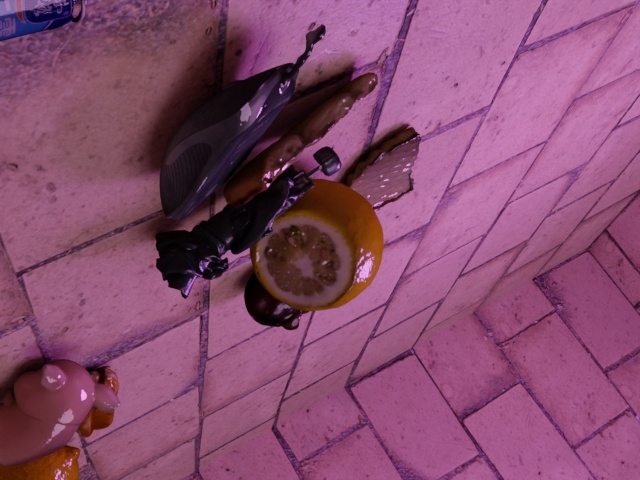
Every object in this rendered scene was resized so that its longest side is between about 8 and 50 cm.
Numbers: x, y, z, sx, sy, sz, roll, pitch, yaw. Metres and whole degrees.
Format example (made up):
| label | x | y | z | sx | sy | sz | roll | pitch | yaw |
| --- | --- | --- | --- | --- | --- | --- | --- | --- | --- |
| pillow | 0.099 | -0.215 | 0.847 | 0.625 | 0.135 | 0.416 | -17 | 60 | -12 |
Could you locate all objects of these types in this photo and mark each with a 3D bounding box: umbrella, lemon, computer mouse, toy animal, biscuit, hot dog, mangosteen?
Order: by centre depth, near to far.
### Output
| label | x | y | z | sx | sy | sz | roll | pitch | yaw |
| --- | --- | --- | --- | --- | --- | --- | --- | --- | --- |
| computer mouse | -0.119 | -0.165 | 1.135 | 0.379 | 0.090 | 0.167 | -45 | -177 | 34 |
| biscuit | -0.036 | -0.153 | 1.300 | 0.299 | 0.045 | 0.154 | -44 | -171 | -29 |
| umbrella | -0.120 | -0.049 | 1.381 | 0.348 | 0.143 | 0.094 | -34 | 142 | -1 |
| lemon | 0.000 | 0.000 | 1.541 | 0.240 | 0.240 | 0.219 | -44 | -177 | 27 |
| toy animal | -0.522 | 0.322 | 1.572 | 0.250 | 0.154 | 0.166 | -43 | 150 | 16 |
| biscuit | 0.116 | -0.125 | 1.706 | 0.187 | 0.036 | 0.273 | -30 | 160 | -12 |
| mangosteen | -0.084 | 0.122 | 1.802 | 0.152 | 0.152 | 0.152 | -30 | 160 | -12 |
| hot dog | -0.489 | 0.346 | 1.803 | 0.109 | 0.072 | 0.269 | -20 | 154 | -30 |
| lemon | -0.620 | 0.506 | 1.805 | 0.244 | 0.187 | 0.187 | -31 | 161 | 7 |

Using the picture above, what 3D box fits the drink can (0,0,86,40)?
| label | x | y | z | sx | sy | sz | roll | pitch | yaw |
| --- | --- | --- | --- | --- | --- | --- | --- | --- | --- |
| drink can | -0.331 | -0.208 | 0.729 | 0.235 | 0.097 | 0.097 | -22 | 157 | -27 |
